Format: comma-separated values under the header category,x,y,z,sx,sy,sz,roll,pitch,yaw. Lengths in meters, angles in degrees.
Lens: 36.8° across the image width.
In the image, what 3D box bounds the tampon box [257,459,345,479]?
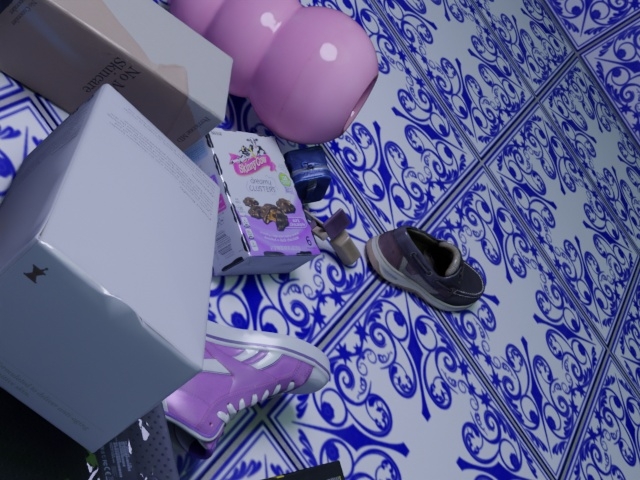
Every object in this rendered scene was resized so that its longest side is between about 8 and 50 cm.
category,x,y,z,sx,sy,sz,roll,pitch,yaw
tampon box,-0.053,0.318,1.073,0.161,0.120,0.101,5,64,-56

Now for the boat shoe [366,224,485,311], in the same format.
category,x,y,z,sx,sy,sz,roll,pitch,yaw
boat shoe,0.200,0.045,1.633,0.285,0.092,0.103,24,47,-39

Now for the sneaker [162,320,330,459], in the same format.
category,x,y,z,sx,sy,sz,roll,pitch,yaw
sneaker,-0.108,0.189,1.149,0.282,0.102,0.161,15,56,-32

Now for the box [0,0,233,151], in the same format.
category,x,y,z,sx,sy,sz,roll,pitch,yaw
box,-0.274,-0.239,1.214,0.311,0.148,0.121,31,44,-32

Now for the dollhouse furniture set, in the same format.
category,x,y,z,sx,sy,sz,roll,pitch,yaw
dollhouse furniture set,0.000,0.000,1.494,0.081,0.091,0.114,36,-15,45

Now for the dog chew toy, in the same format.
category,x,y,z,sx,sy,sz,roll,pitch,yaw
dog chew toy,-0.081,-0.288,1.432,0.331,0.207,0.206,32,37,3

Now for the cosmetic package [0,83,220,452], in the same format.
category,x,y,z,sx,sy,sz,roll,pitch,yaw
cosmetic package,-0.225,0.009,0.988,0.197,0.155,0.365,45,20,-22

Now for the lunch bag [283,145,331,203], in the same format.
category,x,y,z,sx,sy,sz,roll,pitch,yaw
lunch bag,-0.022,-0.095,1.455,0.067,0.098,0.065,-12,70,-14

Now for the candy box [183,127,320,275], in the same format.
category,x,y,z,sx,sy,sz,roll,pitch,yaw
candy box,-0.103,-0.054,1.345,0.165,0.070,0.196,-1,66,-55

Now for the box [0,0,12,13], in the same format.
category,x,y,z,sx,sy,sz,roll,pitch,yaw
box,-0.437,-0.265,1.019,0.158,0.156,0.093,-8,72,-53

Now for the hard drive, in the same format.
category,x,y,z,sx,sy,sz,roll,pitch,yaw
hard drive,-0.263,0.214,0.934,0.254,0.054,0.172,4,58,-40
